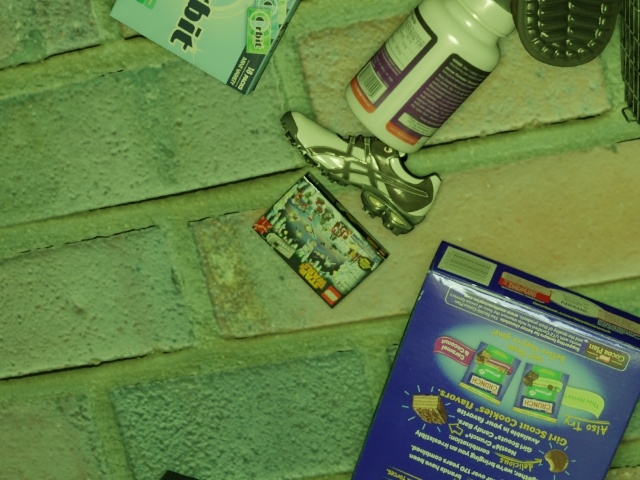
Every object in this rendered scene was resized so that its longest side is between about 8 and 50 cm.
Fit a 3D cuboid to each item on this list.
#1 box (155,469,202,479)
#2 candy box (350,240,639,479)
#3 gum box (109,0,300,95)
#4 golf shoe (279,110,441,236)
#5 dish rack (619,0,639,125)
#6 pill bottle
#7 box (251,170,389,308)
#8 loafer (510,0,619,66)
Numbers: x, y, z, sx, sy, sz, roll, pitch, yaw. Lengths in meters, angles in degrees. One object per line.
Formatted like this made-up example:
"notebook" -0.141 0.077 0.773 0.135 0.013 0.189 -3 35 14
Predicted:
"box" -0.066 0.499 1.958 0.395 0.212 0.293 16 110 9
"candy box" 0.201 0.200 1.845 0.268 0.122 0.317 22 110 7
"gum box" -0.124 -0.277 1.830 0.184 0.041 0.157 31 111 3
"golf shoe" 0.047 -0.096 1.829 0.198 0.077 0.094 38 101 -6
"dish rack" 0.368 -0.150 1.622 0.074 0.271 0.208 -13 131 -6
"pill bottle" 0.125 -0.196 1.751 0.108 0.108 0.193 43 112 -1
"box" 0.000 0.000 1.888 0.137 0.027 0.094 45 113 -2
"loafer" 0.247 -0.362 1.645 0.134 0.130 0.366 10 97 -9
